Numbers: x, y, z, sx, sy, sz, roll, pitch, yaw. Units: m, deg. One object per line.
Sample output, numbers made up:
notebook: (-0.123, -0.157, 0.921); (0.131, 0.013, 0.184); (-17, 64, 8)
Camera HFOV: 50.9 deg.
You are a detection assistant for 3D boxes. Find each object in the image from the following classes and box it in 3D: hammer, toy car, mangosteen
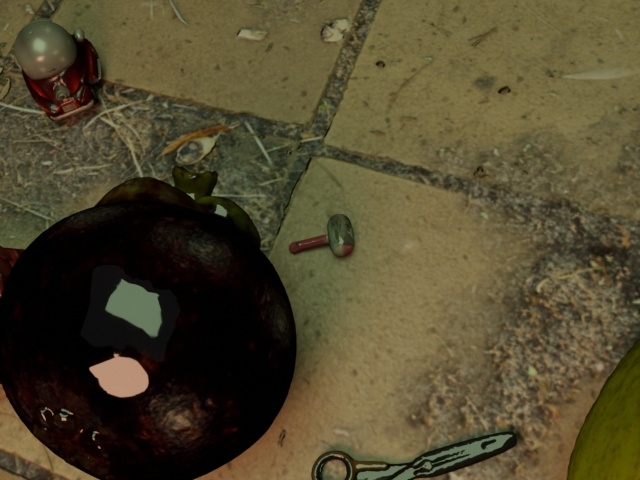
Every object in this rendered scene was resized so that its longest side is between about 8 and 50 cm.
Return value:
hammer: (0.000, 0.000, 0.828); (0.083, 0.031, 0.053); (-15, 61, 13)
toy car: (-0.378, -0.251, 0.950); (0.112, 0.112, 0.139); (-22, 64, -2)
mangosteen: (-0.163, 0.092, 0.686); (0.296, 0.313, 0.297); (2, 104, 7)

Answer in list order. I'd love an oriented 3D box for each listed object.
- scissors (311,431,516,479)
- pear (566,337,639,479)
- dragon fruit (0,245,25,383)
scissors: (0.101, 0.240, 0.707); (0.220, 0.017, 0.088); (-17, 64, 0)
pear: (0.361, 0.235, 0.484); (0.391, 0.391, 0.391); (-3, 65, 7)
dragon fruit: (-0.399, 0.087, 0.768); (0.209, 0.172, 0.172); (-34, 64, -23)
